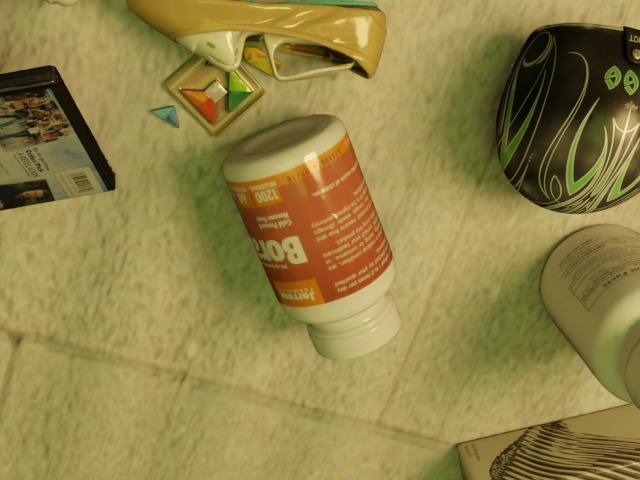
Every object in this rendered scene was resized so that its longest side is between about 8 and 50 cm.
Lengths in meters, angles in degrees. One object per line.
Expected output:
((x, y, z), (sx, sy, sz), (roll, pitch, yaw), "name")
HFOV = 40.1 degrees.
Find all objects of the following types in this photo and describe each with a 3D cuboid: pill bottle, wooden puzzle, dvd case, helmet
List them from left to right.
((-0.327, -0.073, 0.768), (0.253, 0.022, 0.180), (-10, 154, -1), "dvd case")
((-0.098, -0.144, 0.827), (0.079, 0.014, 0.116), (40, 103, -17), "wooden puzzle")
((0.000, 0.000, 0.832), (0.121, 0.121, 0.216), (-21, 110, 3), "pill bottle")
((0.240, -0.104, 0.802), (0.170, 0.169, 0.161), (11, 92, -9), "helmet")
((0.306, 0.081, 0.831), (0.131, 0.229, 0.131), (-2, 111, -5), "pill bottle")

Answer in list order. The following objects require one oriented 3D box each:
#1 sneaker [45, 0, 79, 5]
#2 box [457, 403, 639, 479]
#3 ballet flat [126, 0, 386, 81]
((-0.105, -0.285, 0.724), (0.169, 0.108, 0.292), (35, 103, -13), "sneaker")
((0.300, 0.257, 0.962), (0.275, 0.113, 0.094), (-14, 110, -1), "box")
((-0.055, -0.180, 0.776), (0.233, 0.080, 0.073), (2, 91, -6), "ballet flat")
